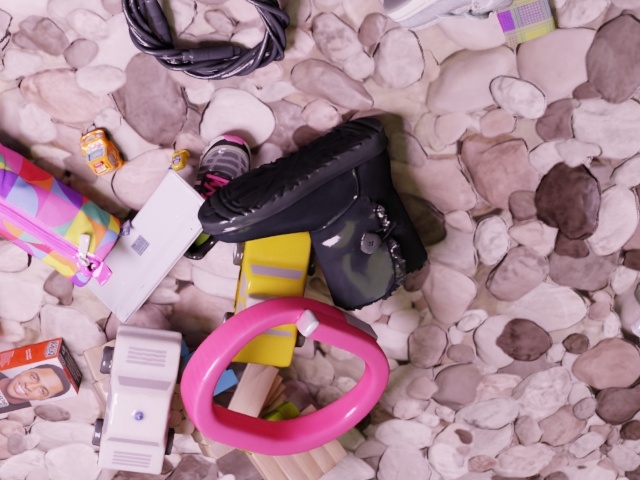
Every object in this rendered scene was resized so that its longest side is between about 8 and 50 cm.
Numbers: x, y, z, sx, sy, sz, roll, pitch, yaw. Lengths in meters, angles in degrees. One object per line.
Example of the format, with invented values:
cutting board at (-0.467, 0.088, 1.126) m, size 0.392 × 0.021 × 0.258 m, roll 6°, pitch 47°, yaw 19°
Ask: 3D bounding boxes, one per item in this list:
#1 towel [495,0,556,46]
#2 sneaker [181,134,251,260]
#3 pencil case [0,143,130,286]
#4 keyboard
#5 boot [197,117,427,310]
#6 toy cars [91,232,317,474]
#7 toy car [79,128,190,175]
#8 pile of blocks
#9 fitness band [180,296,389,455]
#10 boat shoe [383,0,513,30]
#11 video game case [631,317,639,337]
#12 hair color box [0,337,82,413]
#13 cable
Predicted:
towel at (0.219, -0.255, 1.425) m, size 0.060 × 0.009 × 0.083 m, roll -18°, pitch 125°, yaw 11°
sneaker at (-0.126, -0.043, 1.538) m, size 0.063 × 0.075 × 0.170 m, roll 20°, pitch 123°, yaw -14°
pencil case at (-0.340, -0.040, 1.527) m, size 0.236 × 0.104 × 0.104 m, roll 34°, pitch 119°, yaw -21°
keyboard at (-0.206, 0.012, 1.566) m, size 0.072 × 0.014 × 0.256 m, roll 48°, pitch 133°, yaw 5°
boot at (0.000, 0.000, 1.509) m, size 0.246 × 0.094 × 0.207 m, roll -29°, pitch 120°, yaw -19°
toy cars at (-0.140, 0.136, 1.582) m, size 0.393 × 0.087 × 0.176 m, roll -40°, pitch 104°, yaw 3°
toy car at (-0.216, -0.101, 1.518) m, size 0.122 × 0.040 × 0.060 m, roll -7°, pitch 126°, yaw 6°
pile of blocks at (-0.143, 0.213, 1.723) m, size 0.362 × 0.112 × 0.149 m, roll 30°, pitch 76°, yaw -11°
fitness band at (-0.037, 0.170, 1.576) m, size 0.209 × 0.054 × 0.291 m, roll -47°, pitch 140°, yaw 13°
boat shoe at (0.218, -0.287, 1.338) m, size 0.320 × 0.118 × 0.103 m, roll -26°, pitch 116°, yaw 10°
video game case at (0.503, 0.109, 1.684) m, size 0.157 × 0.019 × 0.143 m, roll 34°, pitch 119°, yaw -22°
hair color box at (-0.392, 0.181, 1.720) m, size 0.141 × 0.043 × 0.072 m, roll -15°, pitch 124°, yaw 10°
cable at (-0.121, -0.235, 1.416) m, size 0.184 × 0.047 × 0.150 m, roll 32°, pitch 120°, yaw -22°
